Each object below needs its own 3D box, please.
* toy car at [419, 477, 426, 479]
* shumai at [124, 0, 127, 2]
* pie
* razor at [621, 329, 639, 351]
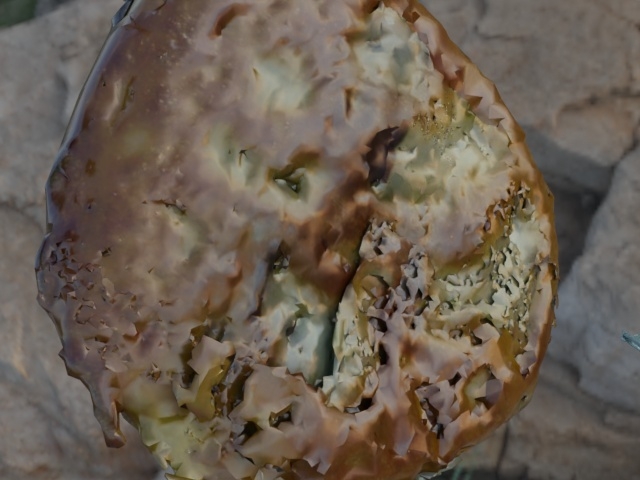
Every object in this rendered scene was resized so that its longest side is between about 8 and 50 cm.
[{"bbox_3d":[0.078,0.259,0.824,0.145,0.235,0.235,-24,41,-19],"label":"toy car"},{"bbox_3d":[-0.095,-0.256,1.069,0.142,0.184,0.184,-29,29,37],"label":"shumai"},{"bbox_3d":[0.001,0.000,0.634,0.308,0.308,0.085,-44,18,-29],"label":"pie"},{"bbox_3d":[0.247,0.024,0.806,0.040,0.135,0.068,-6,35,-47],"label":"razor"}]
